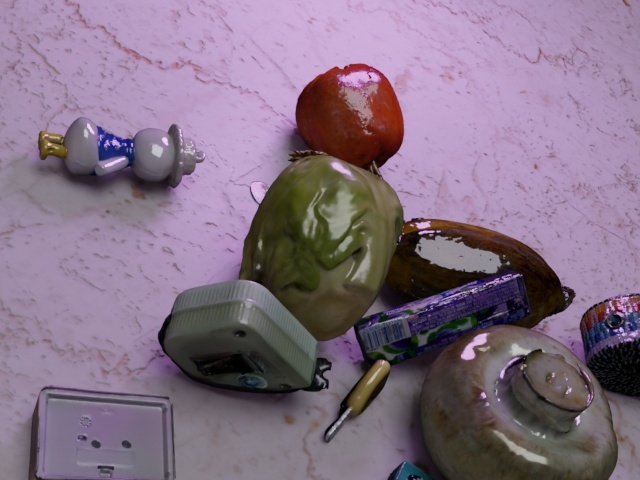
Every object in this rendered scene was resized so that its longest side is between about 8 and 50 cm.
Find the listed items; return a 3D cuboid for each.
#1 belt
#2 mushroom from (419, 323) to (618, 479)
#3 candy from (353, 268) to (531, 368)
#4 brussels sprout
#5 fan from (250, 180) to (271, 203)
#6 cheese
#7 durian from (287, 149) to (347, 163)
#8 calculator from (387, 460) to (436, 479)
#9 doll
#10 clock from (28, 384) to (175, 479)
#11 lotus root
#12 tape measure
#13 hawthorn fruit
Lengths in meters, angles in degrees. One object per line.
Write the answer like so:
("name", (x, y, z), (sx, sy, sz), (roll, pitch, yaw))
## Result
("belt", (0.639, 0.205, 1.892), (0.258, 0.207, 0.150), (12, 50, -10))
("mushroom", (0.329, 0.292, 1.601), (0.352, 0.260, 0.352), (14, 40, -12))
("candy", (0.213, 0.138, 1.703), (0.313, 0.088, 0.061), (-17, 15, -7))
("brussels sprout", (0.000, 0.000, 1.637), (0.247, 0.328, 0.328), (16, 46, -17))
("fan", (-0.100, -0.086, 1.873), (0.080, 0.003, 0.060), (22, 45, -10))
("cheese", (0.058, 0.268, 1.606), (0.036, 0.086, 0.162), (37, 58, 13))
("durian", (0.037, -0.082, 1.901), (0.252, 0.144, 0.139), (24, 6, 0))
("calculator", (0.182, 0.492, 1.488), (0.248, 0.058, 0.274), (34, 43, 0))
("doll", (-0.348, -0.157, 1.725), (0.293, 0.119, 0.138), (1, 36, -22))
("clock", (-0.308, 0.289, 1.378), (0.192, 0.071, 0.146), (9, 49, -23))
("lotus root", (0.293, 0.062, 1.837), (0.398, 0.179, 0.195), (19, 33, -12))
("tape measure", (-0.128, 0.171, 1.511), (0.235, 0.207, 0.115), (50, 37, -42))
("hawthorn fruit", (0.072, -0.217, 1.954), (0.211, 0.211, 0.299), (-9, 68, -35))
